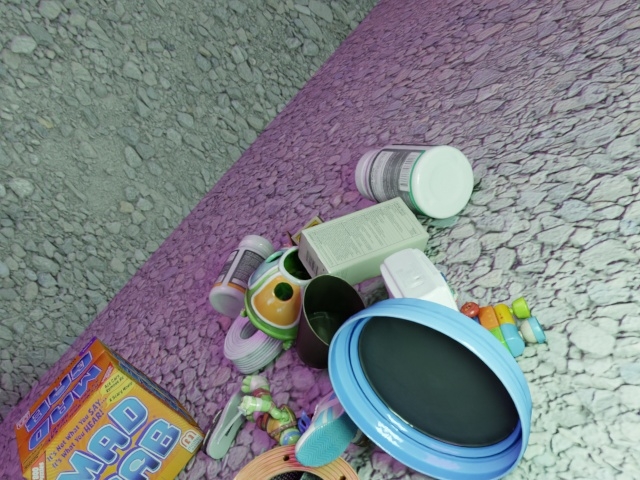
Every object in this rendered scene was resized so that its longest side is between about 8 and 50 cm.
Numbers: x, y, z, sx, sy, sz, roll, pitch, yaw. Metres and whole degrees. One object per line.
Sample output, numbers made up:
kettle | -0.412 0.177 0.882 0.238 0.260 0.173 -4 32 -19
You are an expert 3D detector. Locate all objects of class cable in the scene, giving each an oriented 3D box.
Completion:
cable | -0.187 0.283 2.158 0.257 0.089 0.257 -27 30 32

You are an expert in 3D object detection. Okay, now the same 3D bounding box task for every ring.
ring | -0.059 0.580 1.431 0.336 0.032 0.337 -11 48 13

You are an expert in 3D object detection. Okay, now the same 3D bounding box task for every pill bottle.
pill bottle | 0.262 -0.182 2.063 0.204 0.204 0.361 -50 26 -11
pill bottle | -0.265 0.123 2.436 0.162 0.162 0.279 -21 33 40

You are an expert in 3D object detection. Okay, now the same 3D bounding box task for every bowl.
bowl | 0.196 0.272 1.279 0.391 0.391 0.077 -17 19 44

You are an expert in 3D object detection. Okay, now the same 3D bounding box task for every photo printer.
photo printer | 0.234 0.192 1.414 0.107 0.308 0.256 -25 20 2

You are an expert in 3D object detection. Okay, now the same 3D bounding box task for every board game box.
board game box | -0.623 0.564 2.065 0.356 0.356 0.356 -50 26 -11

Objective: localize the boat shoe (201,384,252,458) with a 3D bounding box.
boat shoe | -0.261 0.498 1.955 0.070 0.078 0.219 -2 49 53

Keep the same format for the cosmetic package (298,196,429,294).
cosmetic package | 0.113 0.013 1.868 0.309 0.113 0.160 -18 55 -22

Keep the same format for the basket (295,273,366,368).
basket | 0.015 0.225 1.776 0.154 0.204 0.227 -14 -26 -20

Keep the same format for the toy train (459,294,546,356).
toy train | 0.382 0.159 1.503 0.143 0.105 0.248 -24 27 13

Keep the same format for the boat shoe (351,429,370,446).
boat shoe | 0.108 0.380 1.595 0.066 0.066 0.183 -6 50 48

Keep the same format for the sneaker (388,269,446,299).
sneaker | 0.214 0.179 1.698 0.130 0.112 0.297 -10 44 42

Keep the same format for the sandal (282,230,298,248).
sandal | -0.105 0.048 2.397 0.079 0.088 0.240 -37 30 2

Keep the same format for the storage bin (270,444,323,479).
storage bin | -0.063 0.561 1.558 0.122 0.084 0.180 -8 44 51

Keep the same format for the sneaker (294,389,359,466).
sneaker | 0.021 0.395 1.511 0.228 0.087 0.092 -40 21 -34

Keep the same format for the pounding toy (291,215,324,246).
pounding toy | 0.000 0.000 2.278 0.130 0.141 0.100 -41 -3 7

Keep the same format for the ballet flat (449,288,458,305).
ballet flat | 0.246 0.219 1.621 0.241 0.077 0.091 -49 25 -4

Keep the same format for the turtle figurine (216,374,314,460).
turtle figurine | -0.168 0.461 1.738 0.274 0.198 0.266 -42 21 -3

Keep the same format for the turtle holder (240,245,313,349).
turtle holder | -0.058 0.128 1.974 0.320 0.243 0.227 -19 -33 -36
